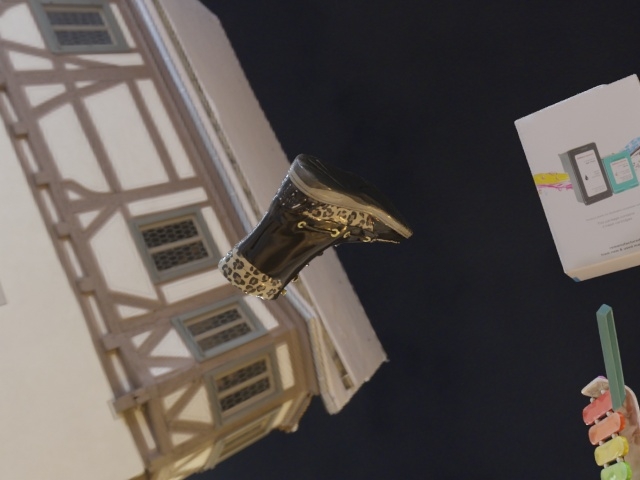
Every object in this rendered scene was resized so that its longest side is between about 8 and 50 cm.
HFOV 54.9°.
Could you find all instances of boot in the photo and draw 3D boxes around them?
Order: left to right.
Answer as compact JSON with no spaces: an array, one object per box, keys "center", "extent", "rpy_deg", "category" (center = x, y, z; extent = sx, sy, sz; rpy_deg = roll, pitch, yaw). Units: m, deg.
[{"center":[-0.001,-0.001,0.788],"extent":[0.179,0.236,0.085],"rpy_deg":[-48,-127,18],"category":"boot"}]

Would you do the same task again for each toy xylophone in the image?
[{"center":[0.681,0.459,1.384],"extent":[0.236,0.081,0.323],"rpy_deg":[89,2,-52],"category":"toy xylophone"}]

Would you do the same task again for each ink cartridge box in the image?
[{"center":[0.475,-0.092,1.033],"extent":[0.197,0.198,0.270],"rpy_deg":[-20,-107,24],"category":"ink cartridge box"}]

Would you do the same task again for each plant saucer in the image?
[{"center":[0.554,0.221,1.171],"extent":[0.018,0.067,0.192],"rpy_deg":[-9,-85,36],"category":"plant saucer"}]
